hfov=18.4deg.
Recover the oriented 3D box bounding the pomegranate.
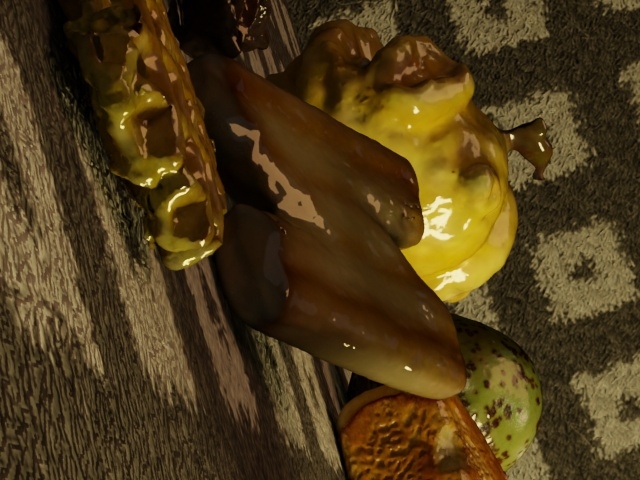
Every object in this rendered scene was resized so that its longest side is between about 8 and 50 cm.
[{"bbox_3d":[0.118,0.200,2.112,0.248,0.214,0.214,-64,153,-25],"label":"pomegranate"}]

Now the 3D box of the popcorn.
[{"bbox_3d":[0.054,-0.064,1.937,0.297,0.281,0.316,55,-28,3],"label":"popcorn"}]

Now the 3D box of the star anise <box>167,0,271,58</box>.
[{"bbox_3d":[-0.095,-0.235,1.629,0.220,0.099,0.214,75,14,-57],"label":"star anise"}]

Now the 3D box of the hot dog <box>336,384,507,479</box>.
[{"bbox_3d":[0.109,0.268,1.909,0.153,0.150,0.256,43,28,-61],"label":"hot dog"}]

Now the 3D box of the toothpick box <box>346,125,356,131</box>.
[{"bbox_3d":[0.000,0.000,1.707,0.120,0.120,0.184,66,11,-57],"label":"toothpick box"}]

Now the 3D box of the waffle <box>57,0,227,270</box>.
[{"bbox_3d":[-0.112,-0.116,1.132,0.291,0.051,0.291,-19,90,-89],"label":"waffle"}]

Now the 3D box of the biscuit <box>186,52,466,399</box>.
[{"bbox_3d":[0.003,-0.005,1.531,0.291,0.062,0.237,23,45,-50],"label":"biscuit"}]
